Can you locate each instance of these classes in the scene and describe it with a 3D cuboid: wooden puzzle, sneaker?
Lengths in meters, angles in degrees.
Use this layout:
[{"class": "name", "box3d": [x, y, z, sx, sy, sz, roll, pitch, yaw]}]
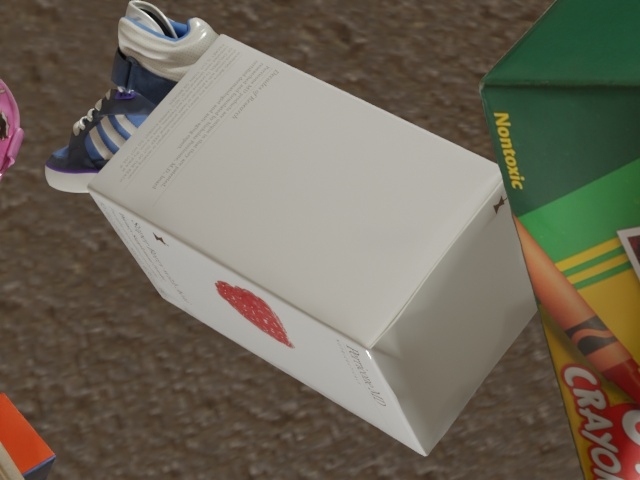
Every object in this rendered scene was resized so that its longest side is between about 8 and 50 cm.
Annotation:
[{"class": "wooden puzzle", "box3d": [-0.379, 0.176, 1.719, 0.080, 0.322, 0.348, -36, 82, -23]}, {"class": "sneaker", "box3d": [-0.241, -0.190, 2.105, 0.322, 0.130, 0.236, -1, 102, 37]}]

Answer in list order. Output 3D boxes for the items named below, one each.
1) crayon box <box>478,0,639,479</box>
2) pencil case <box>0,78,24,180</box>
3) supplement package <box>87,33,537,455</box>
[{"class": "crayon box", "box3d": [0.260, 0.072, 0.658, 0.313, 0.106, 0.363, 5, 128, 37]}, {"class": "pencil case", "box3d": [-0.535, -0.101, 1.949, 0.386, 0.167, 0.160, -14, 91, 35]}, {"class": "supplement package", "box3d": [0.000, 0.000, 1.267, 0.293, 0.177, 0.175, 28, 70, 33]}]
